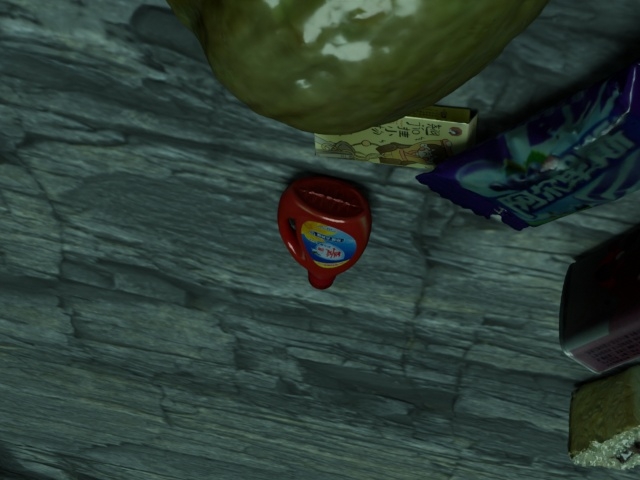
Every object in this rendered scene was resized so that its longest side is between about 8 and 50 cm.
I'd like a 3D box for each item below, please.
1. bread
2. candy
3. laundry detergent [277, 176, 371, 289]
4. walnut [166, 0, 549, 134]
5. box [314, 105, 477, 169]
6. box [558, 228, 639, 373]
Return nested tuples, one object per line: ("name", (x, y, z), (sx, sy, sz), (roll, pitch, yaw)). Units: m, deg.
("bread", (0.357, 0.212, 1.223), (0.082, 0.106, 0.125), (36, 137, -20))
("candy", (0.221, -0.076, 0.885), (0.145, 0.070, 0.275), (26, 143, -32))
("laundry detergent", (0.000, 0.000, 1.086), (0.097, 0.049, 0.165), (18, 148, 5))
("walnut", (0.032, -0.197, 0.627), (0.283, 0.227, 0.283), (-21, 163, -7))
("box", (0.066, -0.096, 0.947), (0.149, 0.020, 0.073), (7, 145, 9))
("box", (0.325, 0.034, 0.962), (0.069, 0.120, 0.224), (32, 144, -19))
